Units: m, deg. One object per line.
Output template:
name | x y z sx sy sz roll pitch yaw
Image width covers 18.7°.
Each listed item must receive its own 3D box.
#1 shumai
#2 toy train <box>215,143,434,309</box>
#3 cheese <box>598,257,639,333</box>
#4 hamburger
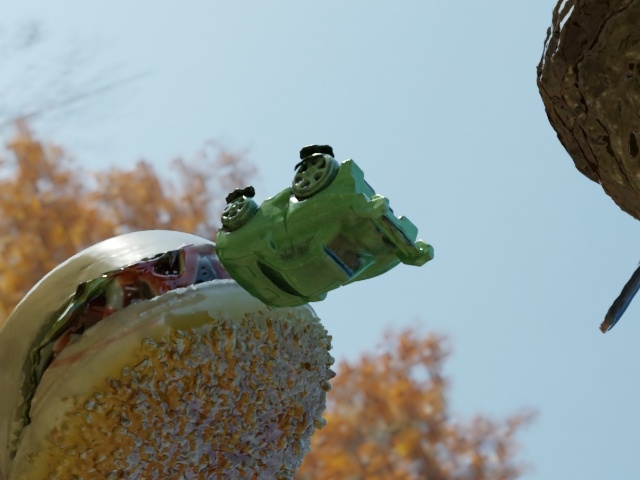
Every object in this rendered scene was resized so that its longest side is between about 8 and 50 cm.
shumai | 0.129 -0.035 0.597 0.139 0.105 0.123 49 -53 8
toy train | 0.000 0.000 1.337 0.099 0.149 0.081 46 29 -33
cheese | 0.241 -0.067 1.102 0.074 0.286 0.189 35 -4 10
hamburger | -0.127 0.135 1.538 0.170 0.302 0.302 43 -37 44
